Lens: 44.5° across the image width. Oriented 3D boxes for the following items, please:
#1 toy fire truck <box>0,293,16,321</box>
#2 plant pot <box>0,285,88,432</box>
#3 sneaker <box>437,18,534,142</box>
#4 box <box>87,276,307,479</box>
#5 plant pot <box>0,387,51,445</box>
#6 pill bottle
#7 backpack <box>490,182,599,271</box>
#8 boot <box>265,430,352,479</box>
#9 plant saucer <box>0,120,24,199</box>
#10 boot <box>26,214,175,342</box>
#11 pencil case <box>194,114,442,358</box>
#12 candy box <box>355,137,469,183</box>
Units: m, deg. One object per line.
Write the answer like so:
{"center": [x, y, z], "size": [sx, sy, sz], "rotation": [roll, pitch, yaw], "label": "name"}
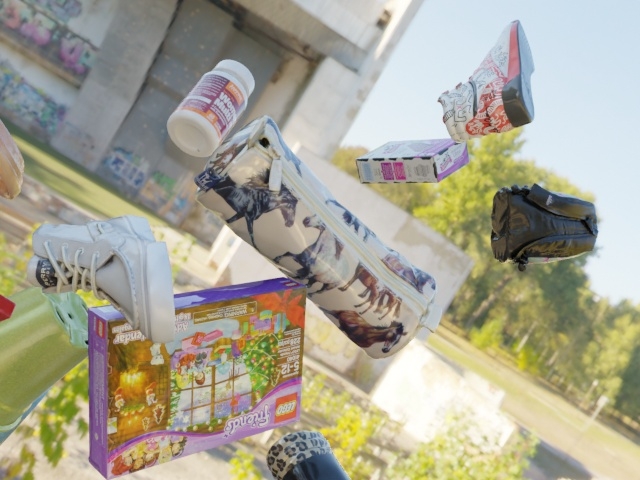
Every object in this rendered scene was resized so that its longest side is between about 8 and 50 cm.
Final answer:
{"center": [-0.528, 0.147, 1.106], "size": [0.192, 0.135, 0.047], "rotation": [-16, -43, 32], "label": "toy fire truck"}
{"center": [-0.616, 0.215, 1.631], "size": [0.276, 0.254, 0.276], "rotation": [59, 3, -5], "label": "plant pot"}
{"center": [0.265, -0.260, 1.266], "size": [0.090, 0.145, 0.270], "rotation": [56, 32, -32], "label": "sneaker"}
{"center": [-0.149, 0.166, 1.002], "size": [0.293, 0.201, 0.057], "rotation": [-8, 17, -39], "label": "box"}
{"center": [-0.827, 0.404, 1.903], "size": [0.195, 0.290, 0.290], "rotation": [43, 0, -9], "label": "plant pot"}
{"center": [-0.235, -0.295, 1.720], "size": [0.121, 0.221, 0.121], "rotation": [16, -39, 14], "label": "pill bottle"}
{"center": [0.396, -0.029, 1.386], "size": [0.182, 0.152, 0.115], "rotation": [0, 9, -15], "label": "backpack"}
{"center": [0.045, 0.521, 1.488], "size": [0.284, 0.138, 0.377], "rotation": [51, 2, 30], "label": "boot"}
{"center": [-0.388, -0.133, 0.845], "size": [0.200, 0.037, 0.200], "rotation": [38, -25, 21], "label": "plant saucer"}
{"center": [-0.213, 0.036, 0.743], "size": [0.123, 0.095, 0.258], "rotation": [-5, 13, -19], "label": "boot"}
{"center": [0.000, 0.000, 1.178], "size": [0.410, 0.160, 0.183], "rotation": [43, -18, -12], "label": "pencil case"}
{"center": [0.227, -0.198, 1.939], "size": [0.233, 0.071, 0.159], "rotation": [2, 23, 40], "label": "candy box"}
